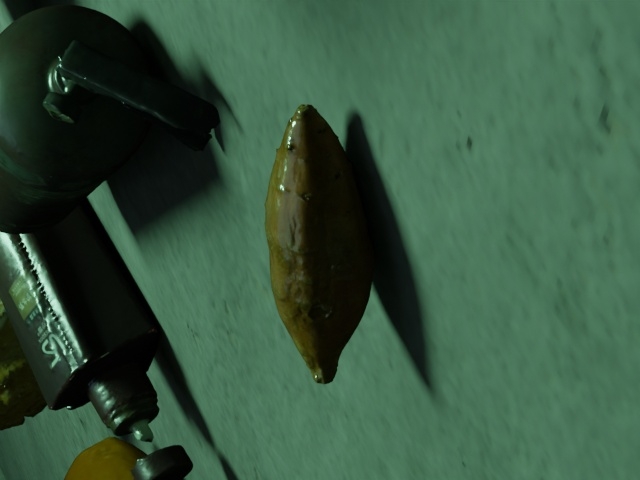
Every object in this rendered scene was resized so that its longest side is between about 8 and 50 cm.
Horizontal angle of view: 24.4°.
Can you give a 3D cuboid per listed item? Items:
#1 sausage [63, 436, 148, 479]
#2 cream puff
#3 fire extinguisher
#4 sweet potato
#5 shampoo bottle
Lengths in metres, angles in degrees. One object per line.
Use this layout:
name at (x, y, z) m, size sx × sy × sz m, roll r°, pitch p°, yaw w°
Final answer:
sausage at (-0.103, 0.203, 0.916) m, size 0.238 × 0.098 × 0.098 m, roll 35°, pitch 146°, yaw 59°
cream puff at (-0.238, 0.081, 1.083) m, size 0.103 × 0.126 × 0.144 m, roll 57°, pitch 177°, yaw -31°
fire extinguisher at (-0.110, -0.047, 0.648) m, size 0.089 × 0.072 × 0.267 m, roll 32°, pitch 166°, yaw -11°
sweet potato at (0.000, 0.000, 0.450) m, size 0.034 × 0.034 × 0.095 m, roll 42°, pitch 140°, yaw 51°
shampoo bottle at (-0.142, 0.037, 0.840) m, size 0.236 × 0.067 × 0.068 m, roll 58°, pitch 152°, yaw 21°
